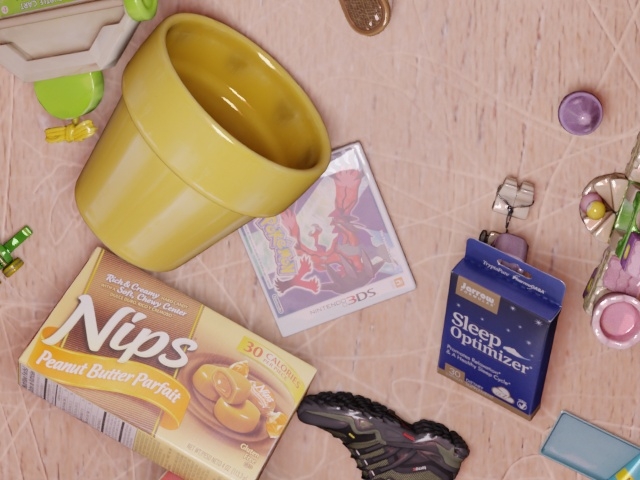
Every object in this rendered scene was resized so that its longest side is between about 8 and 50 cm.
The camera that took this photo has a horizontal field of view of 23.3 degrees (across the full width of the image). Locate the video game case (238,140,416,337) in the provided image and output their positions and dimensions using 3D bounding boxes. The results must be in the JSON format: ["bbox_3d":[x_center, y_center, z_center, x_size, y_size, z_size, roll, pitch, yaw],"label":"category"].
[{"bbox_3d":[0.000,0.000,1.941,0.183,0.023,0.201,-21,101,7],"label":"video game case"}]

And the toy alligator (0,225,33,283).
[{"bbox_3d":[-0.439,0.048,1.959,0.190,0.051,0.056,-38,98,10],"label":"toy alligator"}]

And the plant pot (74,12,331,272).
[{"bbox_3d":[-0.157,-0.097,1.826,0.254,0.254,0.239,43,115,-6],"label":"plant pot"}]

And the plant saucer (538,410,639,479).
[{"bbox_3d":[0.378,0.284,1.988,0.192,0.018,0.067,26,103,-4],"label":"plant saucer"}]

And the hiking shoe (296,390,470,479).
[{"bbox_3d":[0.069,0.269,1.965,0.227,0.086,0.114,19,100,-2],"label":"hiking shoe"}]

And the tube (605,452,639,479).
[{"bbox_3d":[0.365,0.341,1.976,0.207,0.052,0.080,-39,112,14],"label":"tube"}]

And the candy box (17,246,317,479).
[{"bbox_3d":[-0.186,0.165,1.889,0.316,0.087,0.183,29,60,5],"label":"candy box"}]

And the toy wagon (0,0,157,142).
[{"bbox_3d":[-0.321,-0.287,1.840,0.267,0.068,0.344,-7,101,22],"label":"toy wagon"}]

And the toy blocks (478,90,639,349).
[{"bbox_3d":[0.364,-0.011,1.799,0.309,0.260,0.288,18,103,-1],"label":"toy blocks"}]

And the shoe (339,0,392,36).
[{"bbox_3d":[0.033,-0.349,1.850,0.076,0.058,0.219,-15,98,27],"label":"shoe"}]

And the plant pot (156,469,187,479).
[{"bbox_3d":[-0.137,0.415,1.931,0.243,0.275,0.275,39,102,4],"label":"plant pot"}]

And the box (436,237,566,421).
[{"bbox_3d":[0.213,0.108,1.865,0.136,0.036,0.225,27,139,22],"label":"box"}]
